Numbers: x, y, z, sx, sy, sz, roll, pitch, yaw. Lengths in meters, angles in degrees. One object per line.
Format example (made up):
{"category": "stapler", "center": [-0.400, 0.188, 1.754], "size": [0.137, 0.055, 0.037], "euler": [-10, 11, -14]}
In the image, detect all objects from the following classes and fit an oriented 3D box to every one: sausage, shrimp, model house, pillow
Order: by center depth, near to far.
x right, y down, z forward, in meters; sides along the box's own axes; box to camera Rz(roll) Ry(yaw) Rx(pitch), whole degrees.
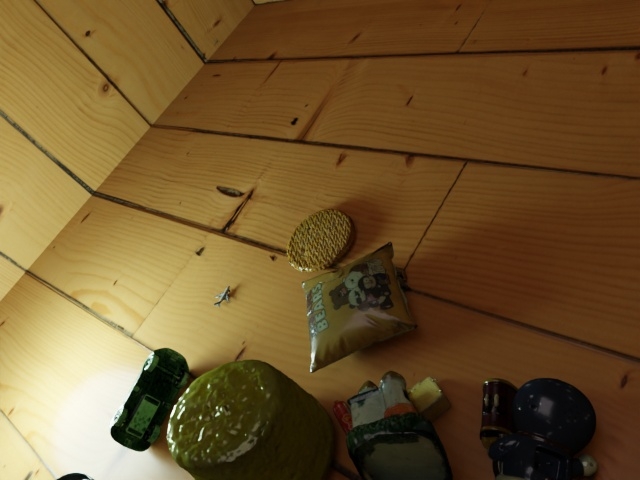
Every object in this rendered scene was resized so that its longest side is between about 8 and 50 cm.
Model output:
{"category": "model house", "center": [0.151, 0.401, 1.242], "size": [0.184, 0.253, 0.291], "euler": [-24, 31, 5]}
{"category": "sausage", "center": [0.070, 0.444, 1.387], "size": [0.050, 0.048, 0.145], "euler": [-34, 39, -3]}
{"category": "pillow", "center": [0.090, 0.176, 1.551], "size": [0.312, 0.119, 0.310], "euler": [-26, 47, 17]}
{"category": "shrimp", "center": [0.224, 0.105, 1.595], "size": [0.059, 0.023, 0.108], "euler": [-43, 41, -17]}

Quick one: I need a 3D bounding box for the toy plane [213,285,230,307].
{"category": "toy plane", "center": [-0.328, 0.190, 1.904], "size": [0.078, 0.024, 0.084], "euler": [13, 56, 42]}

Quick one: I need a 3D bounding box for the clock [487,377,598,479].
{"category": "clock", "center": [0.443, 0.390, 1.097], "size": [0.200, 0.146, 0.243], "euler": [21, 66, 9]}

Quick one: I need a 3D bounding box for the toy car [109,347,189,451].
{"category": "toy car", "center": [-0.523, 0.477, 1.714], "size": [0.125, 0.136, 0.306], "euler": [-21, 39, 50]}

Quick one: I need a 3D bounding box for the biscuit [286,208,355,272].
{"category": "biscuit", "center": [0.000, 0.000, 1.833], "size": [0.254, 0.035, 0.254], "euler": [-20, 44, 20]}

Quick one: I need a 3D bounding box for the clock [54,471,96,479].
{"category": "clock", "center": [-0.734, 0.823, 1.602], "size": [0.313, 0.061, 0.312], "euler": [-19, 45, 20]}

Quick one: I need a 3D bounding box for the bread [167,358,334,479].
{"category": "bread", "center": [-0.173, 0.465, 1.339], "size": [0.348, 0.308, 0.348], "euler": [-19, 44, 20]}

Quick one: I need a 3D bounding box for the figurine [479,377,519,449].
{"category": "figurine", "center": [0.375, 0.369, 1.200], "size": [0.082, 0.098, 0.154], "euler": [-5, 49, 27]}

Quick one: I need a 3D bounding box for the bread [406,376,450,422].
{"category": "bread", "center": [0.244, 0.356, 1.315], "size": [0.084, 0.080, 0.109], "euler": [-36, 44, 0]}
